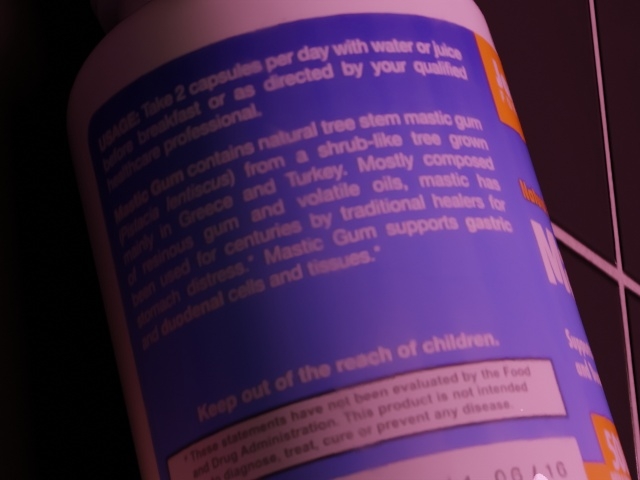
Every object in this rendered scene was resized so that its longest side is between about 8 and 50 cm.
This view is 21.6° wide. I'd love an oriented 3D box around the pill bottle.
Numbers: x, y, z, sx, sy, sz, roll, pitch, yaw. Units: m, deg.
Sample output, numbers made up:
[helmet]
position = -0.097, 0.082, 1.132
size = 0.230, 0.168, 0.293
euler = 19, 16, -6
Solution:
[pill bottle]
position = 0.000, 0.000, 0.558
size = 0.152, 0.152, 0.272
euler = 20, 51, -58
